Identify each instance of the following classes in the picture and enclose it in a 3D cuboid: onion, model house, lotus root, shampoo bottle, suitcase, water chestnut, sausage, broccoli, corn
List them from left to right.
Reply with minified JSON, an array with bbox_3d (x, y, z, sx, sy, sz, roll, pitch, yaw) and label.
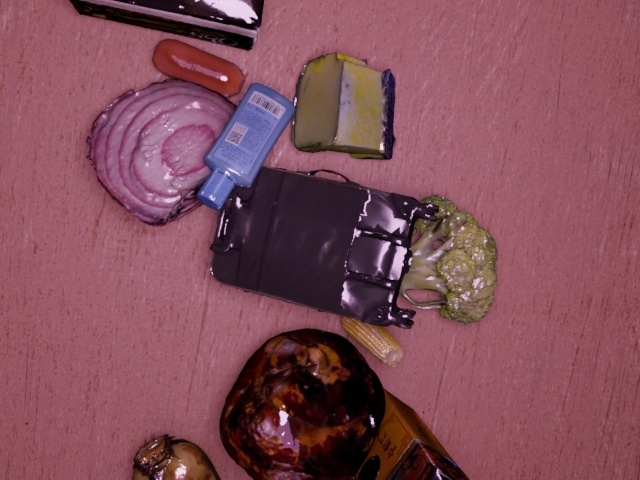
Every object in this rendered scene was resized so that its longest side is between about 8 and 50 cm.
[{"bbox_3d":[-0.302,-0.184,1.176,0.280,0.146,0.314,42,74,12],"label":"onion"},{"bbox_3d":[-0.301,0.542,1.248,0.169,0.141,0.314,-26,107,0],"label":"lotus root"},{"bbox_3d":[-0.251,-0.355,1.192,0.194,0.077,0.077,21,93,-7],"label":"sausage"},{"bbox_3d":[-0.149,-0.175,1.096,0.104,0.061,0.258,30,71,-5],"label":"shampoo bottle"},{"bbox_3d":[-0.044,0.369,1.201,0.335,0.347,0.335,11,51,-14],"label":"water chestnut"},{"bbox_3d":[0.000,0.000,1.161,0.434,0.194,0.283,13,92,11],"label":"suitcase"},{"bbox_3d":[0.071,-0.275,1.224,0.211,0.170,0.194,3,89,-35],"label":"model house"},{"bbox_3d":[0.110,0.207,1.241,0.063,0.165,0.085,-43,130,-9],"label":"corn"},{"bbox_3d":[0.246,0.036,1.233,0.302,0.186,0.254,16,101,-13],"label":"broccoli"}]

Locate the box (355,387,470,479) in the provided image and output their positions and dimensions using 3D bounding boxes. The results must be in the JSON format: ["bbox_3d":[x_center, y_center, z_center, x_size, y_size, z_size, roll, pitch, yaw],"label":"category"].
[{"bbox_3d":[0.135,0.488,1.150,0.116,0.415,0.264,37,91,-9],"label":"box"}]

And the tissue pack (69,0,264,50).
[{"bbox_3d":[-0.288,-0.510,1.099,0.370,0.198,0.210,10,100,-11],"label":"tissue pack"}]
